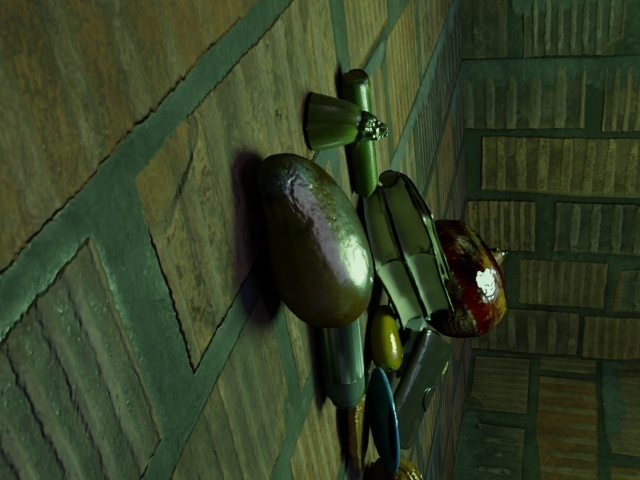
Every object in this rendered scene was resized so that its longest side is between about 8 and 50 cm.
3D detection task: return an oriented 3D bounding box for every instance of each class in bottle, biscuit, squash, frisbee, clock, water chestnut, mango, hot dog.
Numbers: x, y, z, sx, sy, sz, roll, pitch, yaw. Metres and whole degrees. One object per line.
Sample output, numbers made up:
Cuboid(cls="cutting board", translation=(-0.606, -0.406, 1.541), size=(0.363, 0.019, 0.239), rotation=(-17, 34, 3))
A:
Cuboid(cls="bottle", translation=(0.043, 0.196, 1.477), size=(0.096, 0.079, 0.253), rotation=(-18, 118, -24))
Cuboid(cls="biscuit", translation=(0.081, 0.405, 1.716), size=(0.250, 0.035, 0.162), rotation=(78, 14, -56))
Cuboid(cls="squash", translation=(0.049, -0.204, 1.365), size=(0.105, 0.132, 0.105), rotation=(3, 90, -75))
Cuboid(cls="frisbee", translation=(0.135, 0.412, 1.808), size=(0.242, 0.045, 0.242), rotation=(172, -90, -83))
Cuboid(cls="clock", translation=(0.230, 0.271, 2.092), size=(0.176, 0.080, 0.117), rotation=(-62, 153, -23))
Cuboid(cls="water chestnut", translation=(0.378, 0.091, 2.155), size=(0.350, 0.302, 0.350), rotation=(60, -10, 18))
Cuboid(cls="mango", translation=(0.153, 0.232, 1.872), size=(0.103, 0.076, 0.161), rotation=(44, 41, -72))
Cuboid(cls="mango", translation=(-0.015, -0.001, 1.186), size=(0.316, 0.146, 0.192), rotation=(63, 29, -32))
Cuboid(cls="hot dog", translation=(0.173, 0.639, 1.859), size=(0.114, 0.175, 0.259), rotation=(25, 63, -25))

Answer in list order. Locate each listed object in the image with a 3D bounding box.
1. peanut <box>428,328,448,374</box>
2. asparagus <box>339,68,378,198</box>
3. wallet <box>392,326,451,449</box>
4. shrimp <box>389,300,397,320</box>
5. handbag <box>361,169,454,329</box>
Cuboid(cls="peanut", translation=(0.298, 0.330, 2.255), size=(0.290, 0.130, 0.130), rotation=(67, 30, -64))
Cuboid(cls="asparagus", translation=(0.083, -0.214, 1.604), size=(0.067, 0.060, 0.277), rotation=(-84, 167, -50))
Cuboid(cls="wallet", translation=(0.248, 0.388, 2.044), size=(0.165, 0.042, 0.309), rotation=(35, 76, -47))
Cuboid(cls="shrimp", translation=(0.207, 0.189, 2.133), size=(0.091, 0.034, 0.161), rotation=(-58, 145, -33))
Cuboid(cls="handbag", translation=(0.205, 0.027, 1.833), size=(0.358, 0.160, 0.236), rotation=(61, 12, -58))
